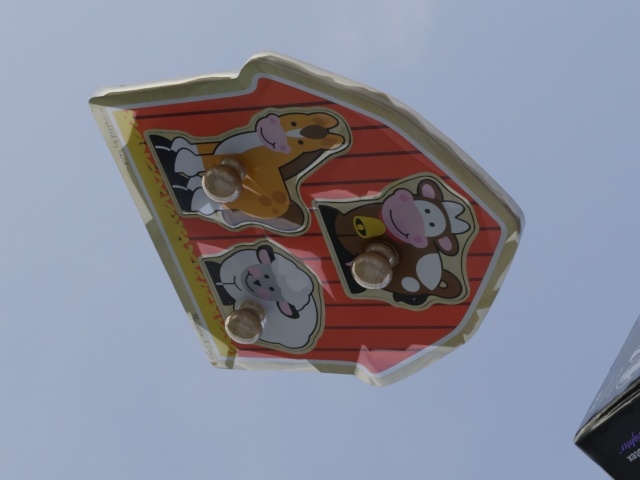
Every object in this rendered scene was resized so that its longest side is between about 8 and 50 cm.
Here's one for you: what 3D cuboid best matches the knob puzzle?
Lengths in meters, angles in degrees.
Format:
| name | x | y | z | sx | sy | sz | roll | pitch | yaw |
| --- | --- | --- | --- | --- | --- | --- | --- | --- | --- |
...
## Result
| name | x | y | z | sx | sy | sz | roll | pitch | yaw |
| --- | --- | --- | --- | --- | --- | --- | --- | --- | --- |
| knob puzzle | 0.000 | 0.000 | 0.746 | 0.213 | 0.213 | 0.030 | 17 | -137 | 13 |

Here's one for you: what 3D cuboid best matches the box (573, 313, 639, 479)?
| name | x | y | z | sx | sy | sz | roll | pitch | yaw |
| --- | --- | --- | --- | --- | --- | --- | --- | --- | --- |
| box | 0.240 | 0.026 | 0.678 | 0.142 | 0.247 | 0.163 | 43 | -49 | 0 |
